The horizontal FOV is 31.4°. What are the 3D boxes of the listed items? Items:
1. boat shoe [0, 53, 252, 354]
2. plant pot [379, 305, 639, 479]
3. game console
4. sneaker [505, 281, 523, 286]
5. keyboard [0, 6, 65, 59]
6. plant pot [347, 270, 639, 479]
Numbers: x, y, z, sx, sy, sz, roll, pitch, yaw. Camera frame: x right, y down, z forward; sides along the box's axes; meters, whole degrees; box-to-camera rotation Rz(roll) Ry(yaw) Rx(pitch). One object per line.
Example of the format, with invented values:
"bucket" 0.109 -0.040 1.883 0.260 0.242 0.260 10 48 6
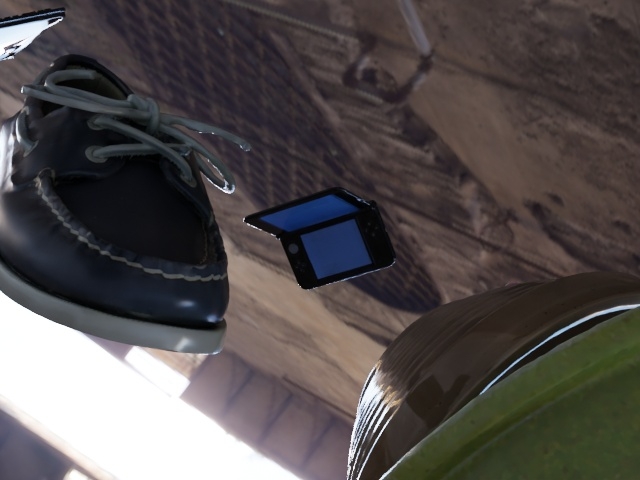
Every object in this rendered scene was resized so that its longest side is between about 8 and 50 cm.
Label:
"boat shoe" -0.086 -0.026 0.473 0.079 0.095 0.254 -67 -159 9
"plant pot" 0.171 0.187 0.389 0.276 0.276 0.254 -31 -128 6
"game console" 0.000 0.000 1.186 0.122 0.107 0.071 -17 -170 29
"sneaker" 0.177 0.129 1.104 0.063 0.075 0.170 17 -101 37
"keyboard" -0.263 -0.131 0.750 0.100 0.192 0.038 -25 -87 34
"plant pot" 0.097 0.108 0.634 0.237 0.237 0.110 -45 -135 -5
